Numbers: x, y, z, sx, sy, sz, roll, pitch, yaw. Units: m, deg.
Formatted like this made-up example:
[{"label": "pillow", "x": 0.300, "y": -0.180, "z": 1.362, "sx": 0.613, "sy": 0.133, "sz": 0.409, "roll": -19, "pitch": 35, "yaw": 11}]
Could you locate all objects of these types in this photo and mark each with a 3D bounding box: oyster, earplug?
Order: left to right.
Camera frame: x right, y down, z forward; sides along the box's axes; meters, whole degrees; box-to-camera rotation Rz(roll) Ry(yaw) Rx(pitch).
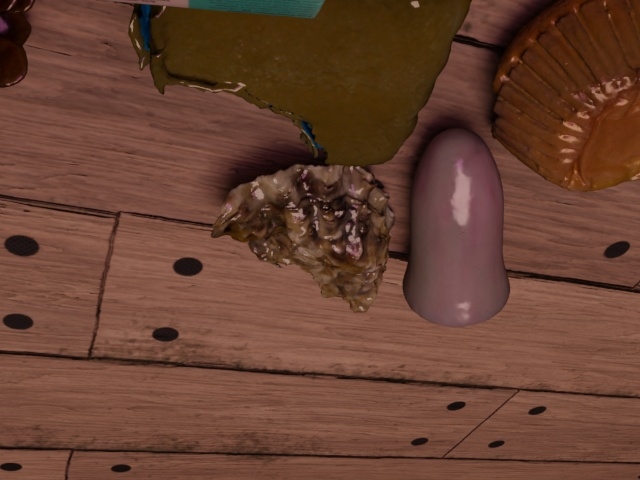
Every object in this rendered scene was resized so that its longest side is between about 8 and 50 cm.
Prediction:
[{"label": "oyster", "x": 0.000, "y": 0.001, "z": 0.941, "sx": 0.238, "sy": 0.115, "sz": 0.351, "roll": -21, "pitch": 138, "yaw": 12}, {"label": "earplug", "x": 0.202, "y": -0.032, "z": 0.925, "sx": 0.172, "sy": 0.172, "sz": 0.301, "roll": -10, "pitch": 133, "yaw": 0}]

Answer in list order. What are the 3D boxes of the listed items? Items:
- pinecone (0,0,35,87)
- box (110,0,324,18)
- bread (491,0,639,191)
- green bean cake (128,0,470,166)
[{"label": "pinecone", "x": -0.369, "y": -0.220, "z": 0.556, "sx": 0.229, "sy": 0.202, "sz": 0.201, "roll": 26, "pitch": 160, "yaw": -37}, {"label": "box", "x": -0.090, "y": -0.319, "z": 0.419, "sx": 0.205, "sy": 0.311, "sz": 0.118, "roll": 0, "pitch": 170, "yaw": -14}, {"label": "bread", "x": 0.347, "y": -0.185, "z": 0.782, "sx": 0.274, "sy": 0.149, "sz": 0.274, "roll": -11, "pitch": 142, "yaw": -9}, {"label": "green bean cake", "x": -0.036, "y": -0.224, "z": 0.639, "sx": 0.310, "sy": 0.202, "sz": 0.285, "roll": 5, "pitch": 149, "yaw": -15}]
